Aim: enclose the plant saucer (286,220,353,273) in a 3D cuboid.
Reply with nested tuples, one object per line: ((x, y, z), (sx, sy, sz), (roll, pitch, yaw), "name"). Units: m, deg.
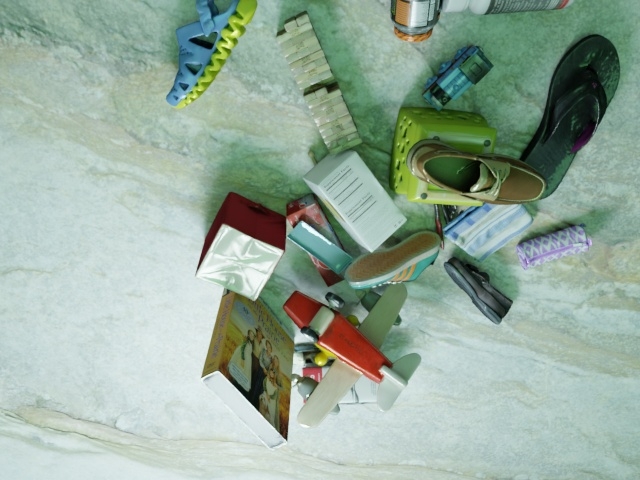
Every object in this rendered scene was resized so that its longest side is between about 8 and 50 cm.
((0.000, 0.018, 1.589), (0.192, 0.018, 0.067), (36, 111, -21), "plant saucer")

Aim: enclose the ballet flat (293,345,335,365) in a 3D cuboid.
((-0.036, 0.374, 1.854), (0.189, 0.070, 0.070), (-9, 119, 2), "ballet flat")

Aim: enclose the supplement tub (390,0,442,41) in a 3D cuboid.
((0.218, -0.556, 1.298), (0.117, 0.116, 0.190), (-4, 143, -1), "supplement tub")

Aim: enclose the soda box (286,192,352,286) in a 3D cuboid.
((0.000, 0.000, 1.637), (0.092, 0.083, 0.263), (-24, 117, 10), "soda box")

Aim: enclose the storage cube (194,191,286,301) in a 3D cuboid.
((-0.214, 0.014, 1.573), (0.184, 0.193, 0.214), (25, 116, -15), "storage cube")

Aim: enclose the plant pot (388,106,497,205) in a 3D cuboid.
((0.309, -0.204, 1.452), (0.227, 0.207, 0.228), (4, 110, -5), "plant pot")

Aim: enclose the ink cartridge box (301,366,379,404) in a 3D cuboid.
((0.079, 0.462, 1.826), (0.273, 0.114, 0.197), (-3, 162, -2), "ink cartridge box")

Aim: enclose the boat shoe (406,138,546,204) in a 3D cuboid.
((0.355, -0.140, 1.303), (0.324, 0.120, 0.122), (11, 109, -7), "boat shoe")

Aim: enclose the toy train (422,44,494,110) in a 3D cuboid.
((0.333, -0.401, 1.419), (0.080, 0.105, 0.184), (40, 110, -21), "toy train")

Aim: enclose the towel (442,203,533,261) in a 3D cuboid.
((0.469, -0.039, 1.589), (0.209, 0.034, 0.285), (-39, 146, 17), "towel")

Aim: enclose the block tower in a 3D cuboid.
((-0.004, -0.383, 1.422), (0.091, 0.097, 0.335), (-22, 116, 9), "block tower")

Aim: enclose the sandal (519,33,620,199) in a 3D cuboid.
((0.651, -0.296, 1.490), (0.168, 0.107, 0.445), (11, 118, -9), "sandal")

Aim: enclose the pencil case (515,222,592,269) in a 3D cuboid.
((0.679, 0.023, 1.680), (0.206, 0.088, 0.086), (-20, 116, 9), "pencil case")

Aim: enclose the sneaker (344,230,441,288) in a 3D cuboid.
((0.212, 0.082, 1.644), (0.302, 0.108, 0.121), (-22, 135, -14), "sneaker")

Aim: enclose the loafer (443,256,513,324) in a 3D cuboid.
((0.480, 0.135, 1.738), (0.095, 0.109, 0.302), (-45, 119, -1), "loafer")

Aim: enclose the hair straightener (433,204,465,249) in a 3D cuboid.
((0.365, -0.085, 1.637), (0.089, 0.047, 0.230), (-15, 114, 2), "hair straightener")

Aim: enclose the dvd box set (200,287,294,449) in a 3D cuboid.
((-0.185, 0.325, 1.617), (0.062, 0.420, 0.307), (-28, 116, 16), "dvd box set")

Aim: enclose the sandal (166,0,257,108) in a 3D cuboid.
((-0.282, -0.459, 1.358), (0.138, 0.126, 0.317), (32, 105, -14), "sandal")

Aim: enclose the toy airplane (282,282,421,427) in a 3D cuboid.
((0.090, 0.318, 1.668), (0.387, 0.272, 0.383), (-6, 84, -18), "toy airplane")

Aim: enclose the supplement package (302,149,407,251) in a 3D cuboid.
((0.090, -0.112, 1.531), (0.134, 0.139, 0.244), (-43, 114, -4), "supplement package")

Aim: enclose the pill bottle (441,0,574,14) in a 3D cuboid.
((0.417, -0.593, 1.285), (0.284, 0.161, 0.161), (-5, 119, -1), "pill bottle")

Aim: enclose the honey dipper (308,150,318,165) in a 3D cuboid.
((0.003, -0.173, 1.574), (0.031, 0.030, 0.160), (-23, 115, 10), "honey dipper")
